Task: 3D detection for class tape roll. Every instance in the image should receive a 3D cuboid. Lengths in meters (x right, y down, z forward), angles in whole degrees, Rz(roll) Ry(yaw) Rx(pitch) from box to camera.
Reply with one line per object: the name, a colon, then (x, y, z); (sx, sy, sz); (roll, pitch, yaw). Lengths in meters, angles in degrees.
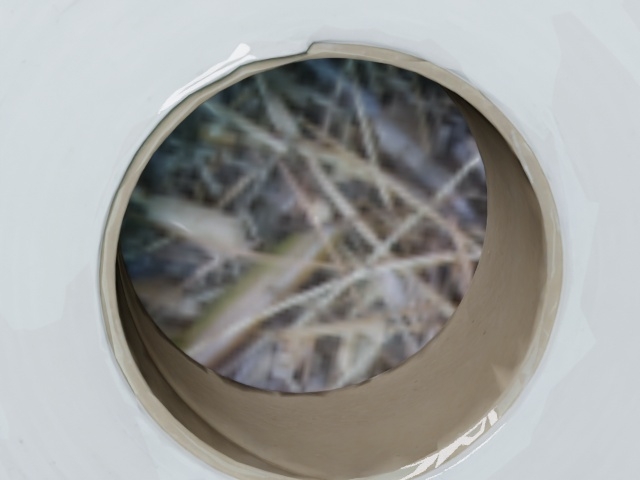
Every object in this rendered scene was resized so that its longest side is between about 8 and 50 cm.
tape roll: (0.000, 0.000, 0.561); (0.286, 0.100, 0.286); (-1, 103, -6)
